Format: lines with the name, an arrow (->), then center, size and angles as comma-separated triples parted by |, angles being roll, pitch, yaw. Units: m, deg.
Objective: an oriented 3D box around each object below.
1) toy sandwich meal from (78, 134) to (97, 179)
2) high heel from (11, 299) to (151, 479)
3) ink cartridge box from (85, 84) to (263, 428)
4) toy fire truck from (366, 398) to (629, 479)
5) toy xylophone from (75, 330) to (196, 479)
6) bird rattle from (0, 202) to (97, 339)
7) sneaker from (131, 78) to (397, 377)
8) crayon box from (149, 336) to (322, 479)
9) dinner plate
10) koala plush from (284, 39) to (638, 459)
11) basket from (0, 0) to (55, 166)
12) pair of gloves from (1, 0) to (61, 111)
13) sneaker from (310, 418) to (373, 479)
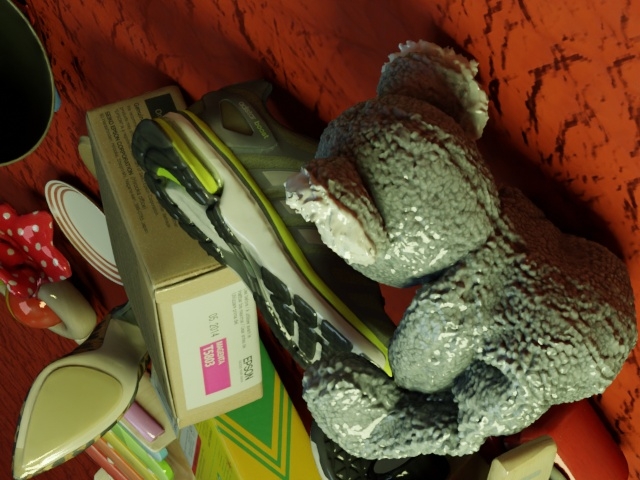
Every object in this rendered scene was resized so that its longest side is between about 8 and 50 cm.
toy sandwich meal -> -0.195, -0.075, 1.472 | 0.085, 0.029, 0.085 | 41, 159, 19
high heel -> -0.243, 0.163, 1.621 | 0.093, 0.261, 0.186 | 34, 152, 0
ink cartridge box -> -0.122, 0.018, 1.331 | 0.235, 0.088, 0.193 | 91, 158, -56
toy fire truck -> 0.128, 0.173, 1.071 | 0.158, 0.217, 0.246 | 56, 154, -13
toy xylophone -> -0.237, 0.236, 1.919 | 0.236, 0.081, 0.323 | 38, 153, 23
bird rattle -> -0.337, 0.037, 1.801 | 0.253, 0.143, 0.207 | -3, 140, 49
sneaker -> 0.000, 0.000, 1.141 | 0.300, 0.121, 0.111 | 50, 159, 1
crayon box -> -0.064, 0.220, 1.495 | 0.319, 0.081, 0.202 | 63, 161, 21
dinner plate -> -0.238, -0.010, 1.644 | 0.141, 0.017, 0.141 | 38, 154, 23
koala plush -> 0.074, 0.000, 0.970 | 0.203, 0.196, 0.221 | -6, 122, 47
basket -> -0.366, -0.145, 1.461 | 0.204, 0.154, 0.227 | 50, 157, -12
pair of gloves -> -0.323, -0.205, 1.499 | 0.198, 0.023, 0.159 | 38, 152, 20
sneaker -> 0.054, 0.240, 1.398 | 0.235, 0.084, 0.097 | 55, 155, -13
